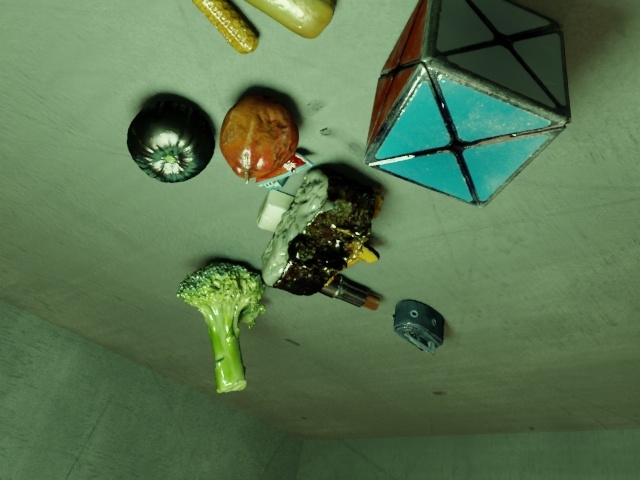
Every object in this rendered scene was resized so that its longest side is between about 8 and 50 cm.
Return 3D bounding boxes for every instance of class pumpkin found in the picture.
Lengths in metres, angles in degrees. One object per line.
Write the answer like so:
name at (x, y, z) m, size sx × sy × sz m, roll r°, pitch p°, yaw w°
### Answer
pumpkin at (0.036, 0.033, 1.600) m, size 0.254 × 0.130 × 0.149 m, roll -30°, pitch 113°, yaw 29°
pumpkin at (-0.342, -0.227, 1.286) m, size 0.202 × 0.140 × 0.202 m, roll -4°, pitch 139°, yaw -3°

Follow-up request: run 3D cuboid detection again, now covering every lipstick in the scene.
lipstick at (0.058, 0.151, 1.787) m, size 0.300 × 0.081 × 0.081 m, roll 24°, pitch 145°, yaw -16°

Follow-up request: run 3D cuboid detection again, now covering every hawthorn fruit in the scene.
hawthorn fruit at (-0.132, -0.223, 1.195) m, size 0.174 × 0.179 × 0.173 m, roll 15°, pitch 127°, yaw 21°

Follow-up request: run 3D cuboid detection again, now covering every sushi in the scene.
sushi at (0.000, 0.000, 1.368) m, size 0.208 × 0.234 × 0.348 m, roll 23°, pitch 116°, yaw -25°

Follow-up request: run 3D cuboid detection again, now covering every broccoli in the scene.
broccoli at (-0.314, 0.247, 1.774) m, size 0.353 × 0.396 × 0.275 m, roll 40°, pitch 137°, yaw -25°

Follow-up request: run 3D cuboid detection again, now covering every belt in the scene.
belt at (0.332, 0.298, 1.877) m, size 0.122 × 0.128 × 0.218 m, roll -21°, pitch 136°, yaw 39°

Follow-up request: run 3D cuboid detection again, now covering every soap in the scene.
soap at (-0.074, -0.059, 1.524) m, size 0.183 × 0.063 × 0.121 m, roll 20°, pitch 146°, yaw -13°

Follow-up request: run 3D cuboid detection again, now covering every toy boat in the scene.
toy boat at (-0.089, -0.168, 1.355) m, size 0.173 × 0.069 × 0.058 m, roll -19°, pitch 122°, yaw 39°

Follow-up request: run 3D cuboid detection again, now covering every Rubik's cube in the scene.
Rubik's cube at (0.244, -0.247, 0.958) m, size 0.260 × 0.254 × 0.259 m, roll 17°, pitch 147°, yaw -8°

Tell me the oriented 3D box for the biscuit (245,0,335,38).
biscuit at (-0.069, -0.470, 0.899) m, size 0.291 × 0.062 × 0.237 m, roll 27°, pitch 144°, yaw -25°

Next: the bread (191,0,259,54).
bread at (-0.177, -0.411, 1.038) m, size 0.052 × 0.044 × 0.157 m, roll -10°, pitch 141°, yaw 39°
